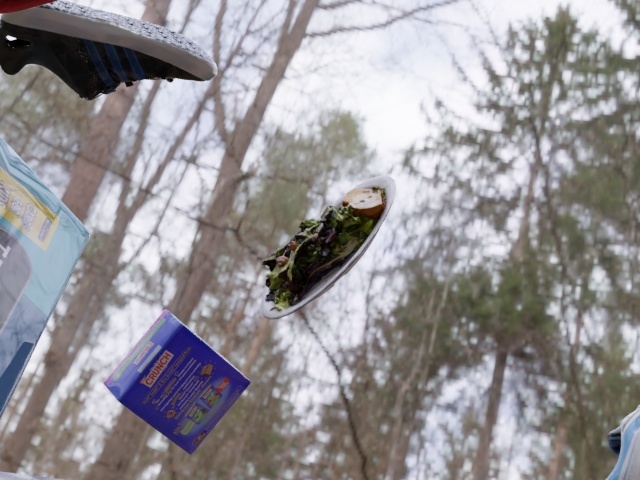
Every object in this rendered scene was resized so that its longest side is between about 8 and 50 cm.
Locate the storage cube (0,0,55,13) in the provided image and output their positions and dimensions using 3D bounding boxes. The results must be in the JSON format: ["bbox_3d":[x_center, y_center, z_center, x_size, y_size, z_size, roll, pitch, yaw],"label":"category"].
[{"bbox_3d":[-0.085,-0.239,0.460,0.215,0.193,0.183,-22,-26,-20],"label":"storage cube"}]

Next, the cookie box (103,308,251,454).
[{"bbox_3d":[-0.132,0.132,1.100,0.040,0.092,0.107,30,-13,50],"label":"cookie box"}]

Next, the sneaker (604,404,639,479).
[{"bbox_3d":[0.306,0.157,1.031,0.086,0.237,0.085,20,-34,37],"label":"sneaker"}]

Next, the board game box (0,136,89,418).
[{"bbox_3d":[-0.258,0.118,0.441,0.336,0.253,0.079,-33,-69,19],"label":"board game box"}]

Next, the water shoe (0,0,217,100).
[{"bbox_3d":[-0.200,-0.169,1.103,0.203,0.073,0.080,14,-71,-19],"label":"water shoe"}]

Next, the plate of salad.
[{"bbox_3d":[0.000,0.000,1.250,0.048,0.199,0.200,42,-45,-18],"label":"plate of salad"}]

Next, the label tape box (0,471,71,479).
[{"bbox_3d":[-0.227,0.193,0.679,0.241,0.105,0.334,7,-9,-41],"label":"label tape box"}]
